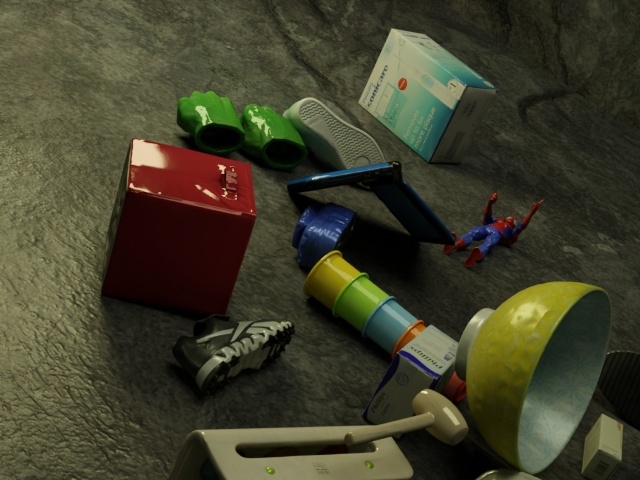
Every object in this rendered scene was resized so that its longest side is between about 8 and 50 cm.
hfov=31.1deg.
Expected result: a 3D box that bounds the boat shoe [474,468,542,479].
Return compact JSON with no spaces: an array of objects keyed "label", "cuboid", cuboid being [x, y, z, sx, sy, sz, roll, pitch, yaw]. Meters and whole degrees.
[{"label":"boat shoe","cuboid":[0.324,0.424,1.532,0.116,0.099,0.319,-37,44,-23]}]

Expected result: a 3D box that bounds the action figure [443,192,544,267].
[{"label":"action figure","cuboid":[0.368,-0.039,2.404,0.091,0.139,0.280,35,25,19]}]

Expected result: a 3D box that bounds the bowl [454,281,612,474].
[{"label":"bowl","cuboid":[0.291,0.177,1.675,0.156,0.289,0.289,22,20,31]}]

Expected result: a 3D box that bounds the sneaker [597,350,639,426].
[{"label":"sneaker","cuboid":[0.641,0.291,2.050,0.331,0.122,0.146,26,7,6]}]

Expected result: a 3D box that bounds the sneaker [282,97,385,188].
[{"label":"sneaker","cuboid":[0.028,-0.208,2.471,0.256,0.094,0.151,42,-12,-15]}]

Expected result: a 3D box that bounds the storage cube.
[{"label":"storage cube","cuboid":[-0.218,-0.023,1.755,0.193,0.215,0.183,12,28,-13]}]

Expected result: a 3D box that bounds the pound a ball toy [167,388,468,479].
[{"label":"pound a ball toy","cuboid":[-0.006,0.260,1.392,0.319,0.208,0.135,4,32,-36]}]

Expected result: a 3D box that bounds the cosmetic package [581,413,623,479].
[{"label":"cosmetic package","cuboid":[0.451,0.333,1.834,0.041,0.060,0.115,28,27,5]}]

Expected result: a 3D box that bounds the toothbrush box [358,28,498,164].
[{"label":"toothbrush box","cuboid":[0.259,-0.353,2.814,0.126,0.216,0.295,1,35,-42]}]

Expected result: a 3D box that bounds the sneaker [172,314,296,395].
[{"label":"sneaker","cuboid":[-0.127,0.142,1.665,0.106,0.078,0.234,37,30,20]}]

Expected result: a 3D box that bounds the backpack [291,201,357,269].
[{"label":"backpack","cuboid":[0.000,0.000,2.041,0.101,0.098,0.120,16,37,7]}]

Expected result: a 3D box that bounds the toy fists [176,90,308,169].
[{"label":"toy fists","cuboid":[-0.162,-0.224,2.334,0.279,0.096,0.142,10,36,-32]}]

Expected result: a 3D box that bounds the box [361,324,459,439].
[{"label":"box","cuboid":[0.142,0.211,1.716,0.072,0.126,0.137,34,27,16]}]

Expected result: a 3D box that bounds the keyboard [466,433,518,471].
[{"label":"keyboard","cuboid":[0.306,0.353,1.651,0.256,0.014,0.072,35,-10,33]}]

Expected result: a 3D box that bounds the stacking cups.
[{"label":"stacking cups","cuboid":[0.113,0.145,1.871,0.316,0.096,0.096,39,29,23]}]

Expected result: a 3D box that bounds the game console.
[{"label":"game console","cuboid":[0.088,-0.055,2.167,0.250,0.173,0.293,-11,2,-9]}]
